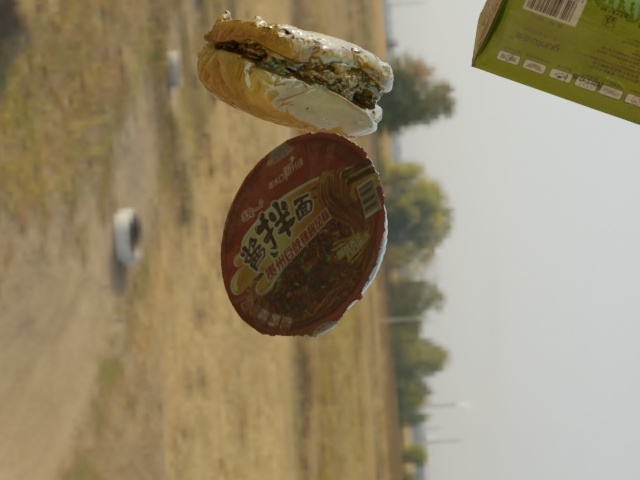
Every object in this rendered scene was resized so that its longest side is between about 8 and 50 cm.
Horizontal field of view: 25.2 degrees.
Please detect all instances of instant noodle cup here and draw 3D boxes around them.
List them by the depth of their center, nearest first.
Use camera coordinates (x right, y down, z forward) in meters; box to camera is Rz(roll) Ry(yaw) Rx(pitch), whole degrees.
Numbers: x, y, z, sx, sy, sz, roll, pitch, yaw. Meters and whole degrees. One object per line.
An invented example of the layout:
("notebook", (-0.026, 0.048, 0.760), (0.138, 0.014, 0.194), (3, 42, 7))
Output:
("instant noodle cup", (0.000, 0.000, 1.834), (0.091, 0.274, 0.274), (20, 61, -47))

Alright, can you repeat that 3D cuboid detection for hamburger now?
("hamburger", (-0.037, -0.260, 2.276), (0.318, 0.319, 0.158), (-70, 179, -82))

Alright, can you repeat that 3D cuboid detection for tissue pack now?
("tissue pack", (0.375, -0.309, 1.990), (0.167, 0.275, 0.200), (-77, -174, -48))
